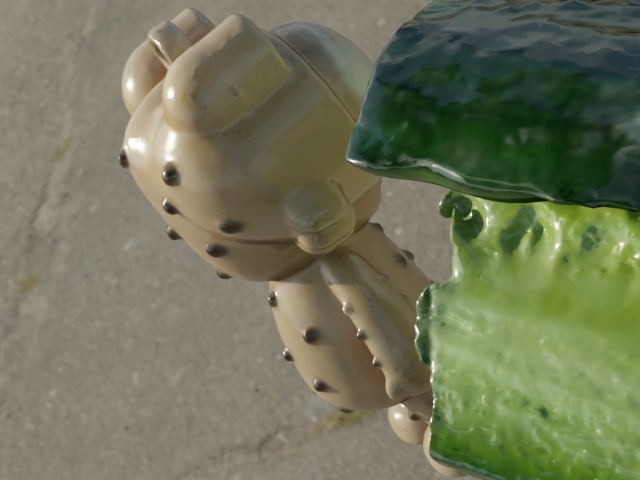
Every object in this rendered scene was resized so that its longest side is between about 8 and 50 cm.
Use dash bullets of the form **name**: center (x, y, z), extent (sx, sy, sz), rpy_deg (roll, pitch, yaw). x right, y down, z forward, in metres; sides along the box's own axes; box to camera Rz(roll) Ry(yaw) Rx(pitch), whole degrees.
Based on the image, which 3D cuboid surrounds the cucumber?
- **cucumber**: center (0.110, -0.002, 0.474), extent (0.130, 0.191, 0.191), rpy_deg (18, 68, 44)

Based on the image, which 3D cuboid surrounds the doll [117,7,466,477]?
- **doll**: center (0.001, 0.001, 0.673), extent (0.119, 0.278, 0.154), rpy_deg (-39, 34, -9)
